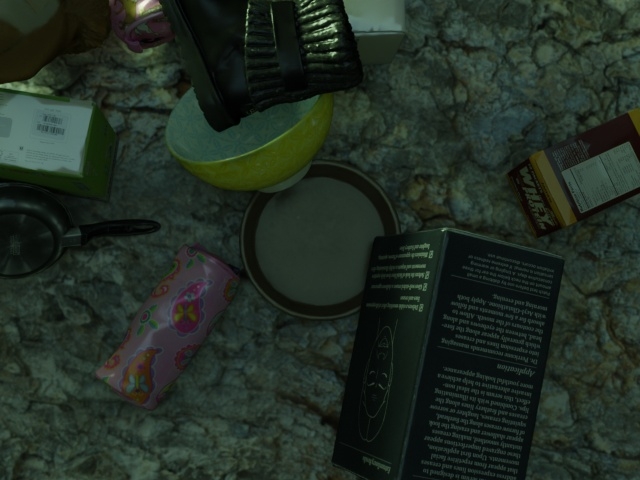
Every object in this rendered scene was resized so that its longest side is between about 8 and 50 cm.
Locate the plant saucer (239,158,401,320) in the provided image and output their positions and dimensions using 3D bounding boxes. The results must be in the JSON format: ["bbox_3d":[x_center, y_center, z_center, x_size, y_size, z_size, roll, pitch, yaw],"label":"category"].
[{"bbox_3d":[0.000,0.000,1.880,0.278,0.041,0.277,0,85,-3],"label":"plant saucer"}]

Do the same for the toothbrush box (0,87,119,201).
[{"bbox_3d":[-0.447,-0.150,1.748,0.206,0.283,0.122,9,83,-2],"label":"toothbrush box"}]

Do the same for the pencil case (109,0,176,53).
[{"bbox_3d":[-0.327,-0.518,1.857,0.167,0.160,0.386,-26,86,32],"label":"pencil case"}]

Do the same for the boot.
[{"bbox_3d":[-0.094,-0.359,1.697,0.260,0.131,0.348,-21,87,14],"label":"boot"}]

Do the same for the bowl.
[{"bbox_3d":[-0.094,-0.172,1.817,0.289,0.289,0.156,-33,129,-6],"label":"bowl"}]

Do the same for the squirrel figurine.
[{"bbox_3d":[-0.553,-0.378,1.746,0.370,0.397,0.281,1,98,34],"label":"squirrel figurine"}]

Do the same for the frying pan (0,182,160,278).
[{"bbox_3d":[-0.450,0.010,1.825,0.326,0.053,0.197,19,121,-30],"label":"frying pan"}]

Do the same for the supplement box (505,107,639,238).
[{"bbox_3d":[0.442,-0.107,1.837,0.194,0.191,0.129,-24,86,-6],"label":"supplement box"}]

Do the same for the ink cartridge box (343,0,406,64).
[{"bbox_3d":[0.073,-0.451,1.847,0.117,0.201,0.278,-1,84,-3],"label":"ink cartridge box"}]

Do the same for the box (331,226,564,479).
[{"bbox_3d":[0.191,0.197,1.723,0.212,0.293,0.395,14,84,-17],"label":"box"}]

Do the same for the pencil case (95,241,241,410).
[{"bbox_3d":[-0.249,0.139,1.817,0.124,0.124,0.284,33,83,1],"label":"pencil case"}]
